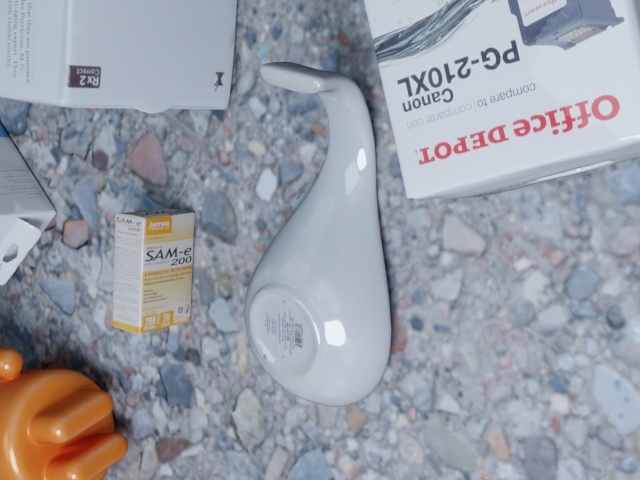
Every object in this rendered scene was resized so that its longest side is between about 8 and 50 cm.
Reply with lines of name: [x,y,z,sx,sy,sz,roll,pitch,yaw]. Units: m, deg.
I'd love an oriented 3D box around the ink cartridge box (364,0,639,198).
ink cartridge box: [0.122,-0.157,0.666,0.172,0.100,0.237,-14,87,37]

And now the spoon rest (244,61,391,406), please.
spoon rest: [0.000,0.000,0.803,0.137,0.084,0.276,21,121,34]

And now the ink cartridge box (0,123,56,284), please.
ink cartridge box: [-0.331,-0.035,1.022,0.092,0.090,0.143,-48,67,30]

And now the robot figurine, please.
robot figurine: [-0.280,0.184,0.987,0.219,0.158,0.128,-7,54,37]

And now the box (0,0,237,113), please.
box: [-0.162,-0.195,0.821,0.119,0.181,0.182,13,103,34]

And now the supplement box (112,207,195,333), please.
supplement box: [-0.141,0.024,0.906,0.036,0.062,0.099,10,102,36]
